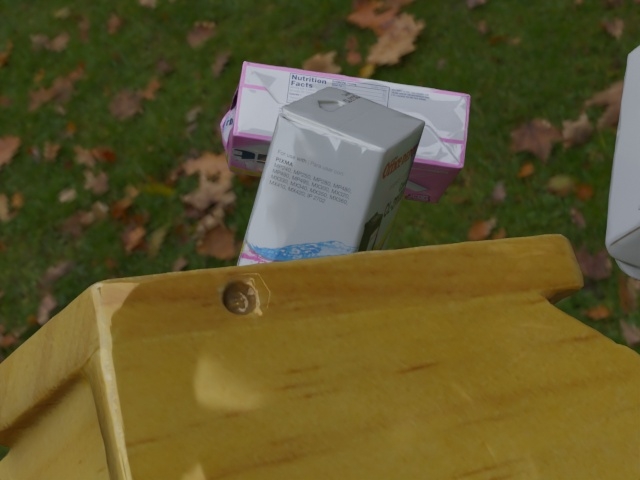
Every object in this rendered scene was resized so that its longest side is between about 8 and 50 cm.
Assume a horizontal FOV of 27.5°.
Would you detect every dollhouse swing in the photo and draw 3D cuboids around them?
[{"bbox_3d":[-0.017,0.229,0.599,0.315,0.305,0.347,-6,64,-22],"label":"dollhouse swing"}]

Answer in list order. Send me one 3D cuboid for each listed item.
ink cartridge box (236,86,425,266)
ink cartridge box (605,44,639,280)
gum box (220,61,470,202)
[{"bbox_3d":[0.000,0.000,0.848,0.072,0.175,0.127,20,18,11],"label":"ink cartridge box"},{"bbox_3d":[0.374,-0.076,0.711,0.384,0.279,0.160,138,148,-61],"label":"ink cartridge box"},{"bbox_3d":[0.014,-0.084,1.039,0.188,0.107,0.062,8,76,-4],"label":"gum box"}]
